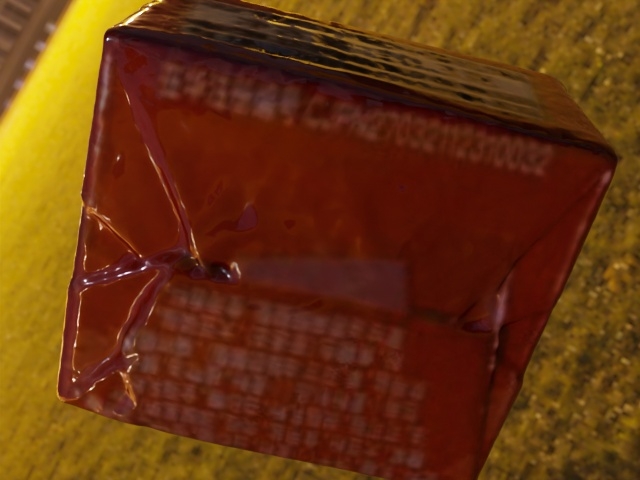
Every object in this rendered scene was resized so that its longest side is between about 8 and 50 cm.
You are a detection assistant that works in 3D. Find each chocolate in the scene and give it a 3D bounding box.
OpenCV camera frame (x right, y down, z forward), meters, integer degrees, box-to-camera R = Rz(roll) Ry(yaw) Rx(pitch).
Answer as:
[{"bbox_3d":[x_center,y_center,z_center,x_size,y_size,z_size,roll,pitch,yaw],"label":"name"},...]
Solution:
[{"bbox_3d":[0.000,0.000,0.651,0.108,0.237,0.235,-79,2,-53],"label":"chocolate"}]
